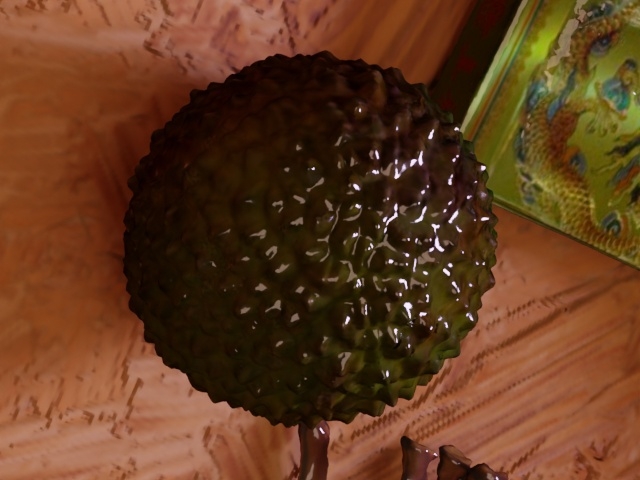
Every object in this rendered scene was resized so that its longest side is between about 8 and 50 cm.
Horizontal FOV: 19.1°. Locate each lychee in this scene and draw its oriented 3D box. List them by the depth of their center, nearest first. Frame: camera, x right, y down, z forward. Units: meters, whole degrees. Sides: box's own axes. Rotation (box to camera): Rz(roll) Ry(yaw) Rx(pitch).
[{"bbox_3d":[0.000,0.000,0.762,0.171,0.171,0.171,-7,108,-21],"label":"lychee"}]

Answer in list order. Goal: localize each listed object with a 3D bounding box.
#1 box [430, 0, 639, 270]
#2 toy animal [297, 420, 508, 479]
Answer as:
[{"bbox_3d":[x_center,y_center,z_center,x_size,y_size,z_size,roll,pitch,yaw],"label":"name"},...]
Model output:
[{"bbox_3d":[0.205,-0.056,0.901,0.311,0.043,0.173,23,96,-27],"label":"box"},{"bbox_3d":[-0.030,0.181,0.871,0.275,0.054,0.149,-40,114,-6],"label":"toy animal"}]
